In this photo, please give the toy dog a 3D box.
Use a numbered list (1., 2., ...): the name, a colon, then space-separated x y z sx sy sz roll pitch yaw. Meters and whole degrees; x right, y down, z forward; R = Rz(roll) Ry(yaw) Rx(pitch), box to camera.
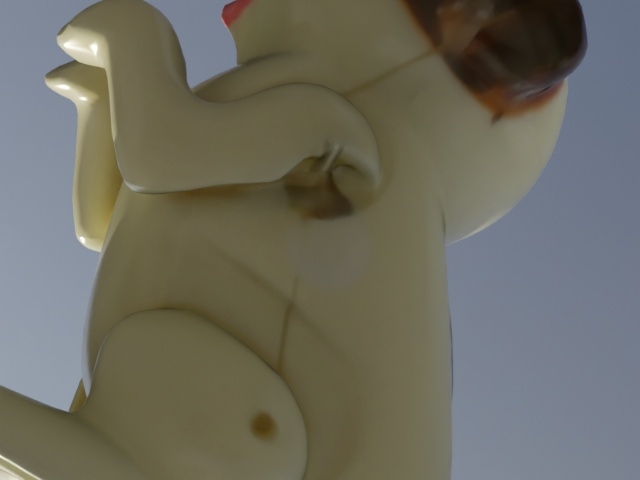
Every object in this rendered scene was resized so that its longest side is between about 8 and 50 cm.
1. toy dog: 0.000 0.000 0.824 0.396 0.284 0.407 26 -106 2
